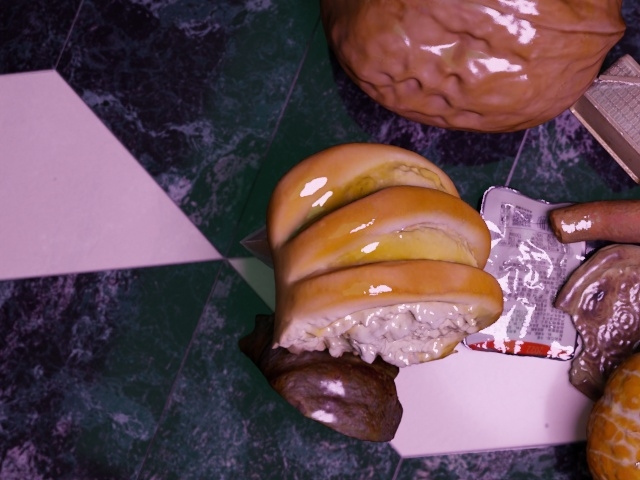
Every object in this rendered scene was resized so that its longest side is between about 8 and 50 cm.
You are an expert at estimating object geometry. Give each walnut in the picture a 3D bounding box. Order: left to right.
[{"bbox_3d":[0.190,-0.319,1.244,0.398,0.308,0.354,21,121,5],"label":"walnut"}]

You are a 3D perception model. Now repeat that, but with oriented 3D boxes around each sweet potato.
[{"bbox_3d":[0.489,-0.044,1.241,0.385,0.109,0.109,-18,85,20],"label":"sweet potato"}]

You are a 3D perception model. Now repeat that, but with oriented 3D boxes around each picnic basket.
[{"bbox_3d":[0.419,-0.161,1.312,0.079,0.115,0.164,-41,85,1],"label":"picnic basket"}]

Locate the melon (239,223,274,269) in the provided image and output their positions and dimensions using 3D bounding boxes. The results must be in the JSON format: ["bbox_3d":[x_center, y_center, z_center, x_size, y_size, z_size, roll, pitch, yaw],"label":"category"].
[{"bbox_3d":[0.001,-0.003,1.340,0.203,0.093,0.139,23,81,-2],"label":"melon"}]

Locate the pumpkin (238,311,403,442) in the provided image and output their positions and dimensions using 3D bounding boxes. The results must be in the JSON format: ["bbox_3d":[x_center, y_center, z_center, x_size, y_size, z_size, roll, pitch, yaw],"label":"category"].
[{"bbox_3d":[0.013,0.160,1.302,0.254,0.149,0.130,30,97,5],"label":"pumpkin"}]

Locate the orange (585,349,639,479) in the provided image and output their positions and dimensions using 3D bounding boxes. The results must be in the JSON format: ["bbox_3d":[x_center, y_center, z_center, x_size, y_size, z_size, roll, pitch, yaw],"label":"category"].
[{"bbox_3d":[0.486,0.257,1.205,0.330,0.249,0.329,0,92,-5],"label":"orange"}]

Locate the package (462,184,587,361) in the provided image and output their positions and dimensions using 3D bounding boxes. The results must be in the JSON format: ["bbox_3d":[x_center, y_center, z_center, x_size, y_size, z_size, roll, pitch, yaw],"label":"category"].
[{"bbox_3d":[0.286,0.045,1.346,0.166,0.040,0.231,7,93,-2],"label":"package"}]

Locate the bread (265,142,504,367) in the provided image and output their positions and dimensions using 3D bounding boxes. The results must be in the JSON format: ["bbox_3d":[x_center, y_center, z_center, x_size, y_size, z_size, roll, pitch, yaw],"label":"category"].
[{"bbox_3d":[0.091,0.017,1.224,0.316,0.211,0.270,13,68,-35],"label":"bread"}]

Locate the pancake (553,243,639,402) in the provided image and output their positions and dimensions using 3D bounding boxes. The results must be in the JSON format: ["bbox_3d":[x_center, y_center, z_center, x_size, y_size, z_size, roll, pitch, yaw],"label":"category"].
[{"bbox_3d":[0.426,0.119,1.332,0.212,0.029,0.235,-20,93,-2],"label":"pancake"}]
